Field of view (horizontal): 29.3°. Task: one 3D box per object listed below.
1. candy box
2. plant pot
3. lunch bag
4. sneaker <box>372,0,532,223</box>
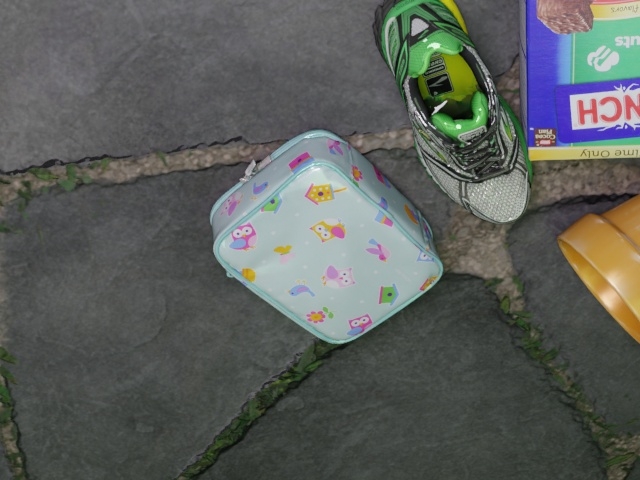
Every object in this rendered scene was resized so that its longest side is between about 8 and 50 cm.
[{"bbox_3d":[0.365,-0.252,1.406,0.268,0.122,0.317,-2,129,8],"label":"candy box"},{"bbox_3d":[0.451,0.015,1.617,0.188,0.205,0.205,-39,124,2],"label":"plant pot"},{"bbox_3d":[0.000,0.000,1.574,0.224,0.108,0.279,-36,123,21],"label":"lunch bag"},{"bbox_3d":[0.165,-0.136,1.473,0.134,0.146,0.343,-27,127,11],"label":"sneaker"}]
